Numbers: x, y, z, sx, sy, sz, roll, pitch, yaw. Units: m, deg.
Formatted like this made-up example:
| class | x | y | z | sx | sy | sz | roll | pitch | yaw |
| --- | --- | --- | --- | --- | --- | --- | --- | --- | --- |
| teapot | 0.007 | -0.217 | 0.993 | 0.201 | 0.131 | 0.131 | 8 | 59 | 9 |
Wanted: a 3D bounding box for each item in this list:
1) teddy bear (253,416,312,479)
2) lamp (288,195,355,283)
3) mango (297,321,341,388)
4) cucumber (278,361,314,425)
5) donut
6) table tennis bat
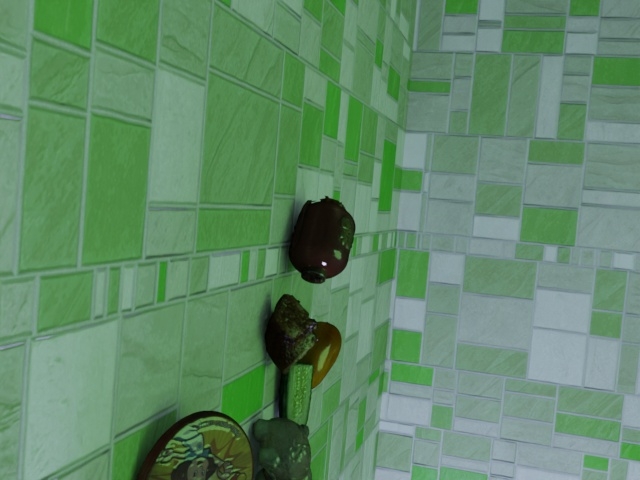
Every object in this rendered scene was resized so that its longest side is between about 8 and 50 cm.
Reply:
| class | x | y | z | sx | sy | sz | roll | pitch | yaw |
| --- | --- | --- | --- | --- | --- | --- | --- | --- | --- |
| teddy bear | -0.096 | 0.578 | 1.893 | 0.236 | 0.151 | 0.267 | -107 | -163 | -47 |
| lamp | 0.000 | 0.000 | 2.007 | 0.180 | 0.180 | 0.258 | 72 | 29 | -55 |
| mango | -0.014 | 0.337 | 2.162 | 0.221 | 0.120 | 0.151 | -59 | 152 | -42 |
| cucumber | -0.083 | 0.456 | 2.053 | 0.115 | 0.063 | 0.243 | 0 | 97 | -50 |
| donut | -0.088 | 0.253 | 1.903 | 0.186 | 0.144 | 0.126 | -57 | 179 | 41 |
| table tennis bat | -0.240 | 0.523 | 1.381 | 0.268 | 0.051 | 0.414 | -4 | 101 | -45 |
